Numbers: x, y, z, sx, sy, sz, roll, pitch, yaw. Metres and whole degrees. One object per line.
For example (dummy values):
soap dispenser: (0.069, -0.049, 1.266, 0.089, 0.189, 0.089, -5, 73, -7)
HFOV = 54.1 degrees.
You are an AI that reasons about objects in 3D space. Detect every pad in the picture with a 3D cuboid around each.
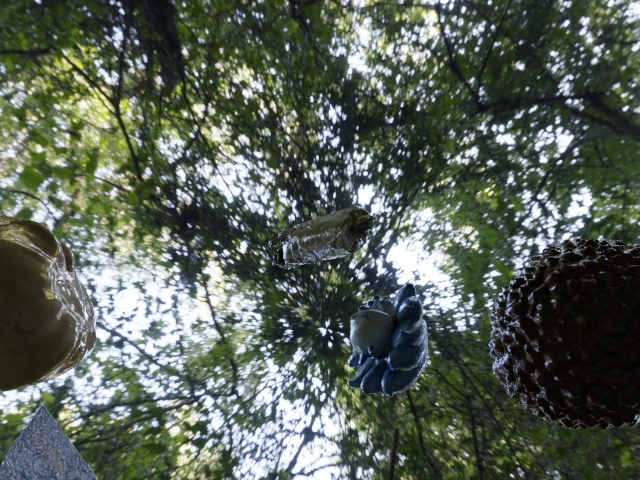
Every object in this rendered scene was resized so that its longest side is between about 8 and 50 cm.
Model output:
pad: (-0.312, 0.287, 0.727, 0.003, 0.211, 0.143, -30, -77, -3)

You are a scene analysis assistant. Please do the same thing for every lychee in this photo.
lychee: (0.169, 0.054, 0.376, 0.129, 0.123, 0.123, -18, -101, 41)

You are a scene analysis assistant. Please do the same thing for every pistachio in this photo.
pistachio: (-0.427, 0.073, 0.802, 0.318, 0.193, 0.214, 14, -116, 22)

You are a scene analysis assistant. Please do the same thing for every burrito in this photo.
burrito: (-0.001, 0.000, 0.720, 0.045, 0.188, 0.058, 14, -109, -35)

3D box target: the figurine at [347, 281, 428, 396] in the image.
figurine: (0.061, 0.101, 0.585, 0.079, 0.114, 0.114, 35, -97, -17)
